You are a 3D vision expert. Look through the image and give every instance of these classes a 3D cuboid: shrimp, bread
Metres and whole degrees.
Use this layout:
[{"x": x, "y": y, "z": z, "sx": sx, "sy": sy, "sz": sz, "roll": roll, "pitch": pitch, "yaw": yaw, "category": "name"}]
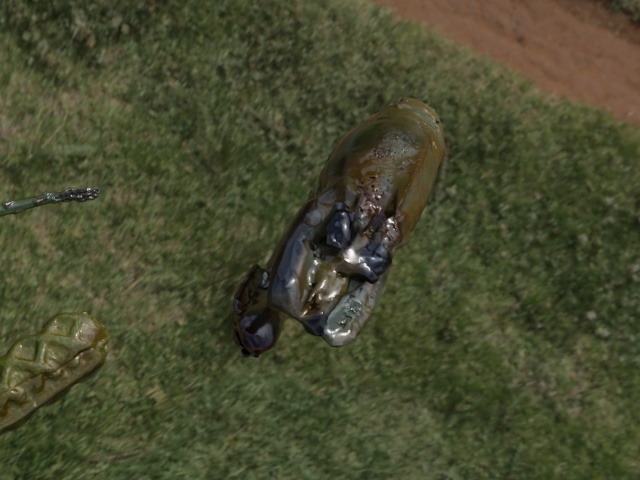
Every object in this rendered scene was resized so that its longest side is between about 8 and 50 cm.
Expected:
[{"x": -0.001, "y": -0.001, "z": 0.616, "sx": 0.058, "sy": 0.173, "sz": 0.253, "roll": 41, "pitch": 32, "yaw": -8, "category": "shrimp"}, {"x": -0.364, "y": 0.176, "z": 1.298, "sx": 0.269, "sy": 0.087, "sz": 0.098, "roll": -35, "pitch": 120, "yaw": -20, "category": "bread"}]

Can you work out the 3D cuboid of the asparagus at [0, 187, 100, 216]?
[{"x": -0.412, "y": -0.041, "z": 1.470, "sx": 0.248, "sy": 0.024, "sz": 0.025, "roll": -15, "pitch": 99, "yaw": -27, "category": "asparagus"}]
